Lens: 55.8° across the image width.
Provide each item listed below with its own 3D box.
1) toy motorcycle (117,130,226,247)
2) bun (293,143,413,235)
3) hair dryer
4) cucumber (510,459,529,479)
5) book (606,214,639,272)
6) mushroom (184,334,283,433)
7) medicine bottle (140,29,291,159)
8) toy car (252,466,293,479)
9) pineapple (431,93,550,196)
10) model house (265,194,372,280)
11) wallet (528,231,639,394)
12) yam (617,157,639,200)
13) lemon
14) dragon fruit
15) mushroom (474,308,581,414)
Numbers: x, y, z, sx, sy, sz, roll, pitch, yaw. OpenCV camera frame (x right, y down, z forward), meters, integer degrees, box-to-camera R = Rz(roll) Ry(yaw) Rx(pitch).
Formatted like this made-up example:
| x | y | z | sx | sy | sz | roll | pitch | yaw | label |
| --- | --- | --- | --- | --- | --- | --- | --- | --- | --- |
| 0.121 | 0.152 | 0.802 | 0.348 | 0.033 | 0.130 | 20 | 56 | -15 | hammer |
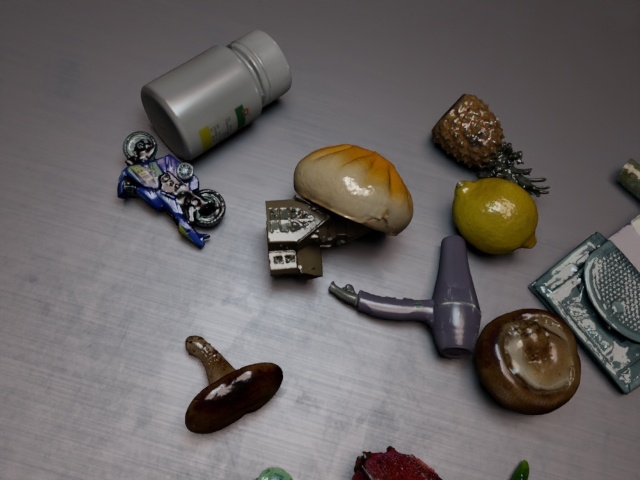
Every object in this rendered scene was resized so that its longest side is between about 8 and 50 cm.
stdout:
| x | y | z | sx | sy | sz | roll | pitch | yaw | label |
| --- | --- | --- | --- | --- | --- | --- | --- | --- | --- |
| -0.374 | -0.118 | 1.450 | 0.315 | 0.113 | 0.169 | 41 | 78 | 1 | toy motorcycle |
| 0.091 | -0.133 | 1.407 | 0.298 | 0.299 | 0.165 | 23 | 98 | 2 | bun |
| 0.199 | 0.116 | 1.441 | 0.361 | 0.121 | 0.301 | 6 | 58 | 0 | hair dryer |
| 0.415 | 0.552 | 1.312 | 0.039 | 0.039 | 0.168 | 39 | 66 | 9 | cucumber |
| 0.919 | 0.050 | 1.547 | 0.428 | 0.039 | 0.300 | -35 | 76 | -6 | book |
| -0.213 | 0.277 | 1.304 | 0.227 | 0.148 | 0.217 | -21 | 56 | -21 | mushroom |
| -0.253 | -0.371 | 1.517 | 0.339 | 0.208 | 0.208 | -37 | 77 | -21 | medicine bottle |
| -0.115 | 0.554 | 1.224 | 0.093 | 0.058 | 0.186 | 21 | 66 | 3 | toy car |
| 0.455 | -0.226 | 1.598 | 0.340 | 0.169 | 0.169 | 44 | 68 | 2 | pineapple |
| 0.000 | 0.000 | 1.406 | 0.248 | 0.181 | 0.176 | -4 | 70 | -4 | model house |
| 0.715 | 0.169 | 1.475 | 0.237 | 0.075 | 0.342 | -36 | 75 | -5 | wallet |
| 0.896 | -0.142 | 1.656 | 0.179 | 0.078 | 0.078 | 43 | 68 | 11 | yam |
| 0.432 | -0.063 | 1.498 | 0.244 | 0.187 | 0.187 | 35 | 67 | 4 | lemon |
| 0.162 | 0.543 | 1.227 | 0.189 | 0.163 | 0.262 | -46 | 75 | 7 | dragon fruit |
| 0.472 | 0.273 | 1.373 | 0.253 | 0.153 | 0.253 | 4 | 69 | -11 | mushroom |
